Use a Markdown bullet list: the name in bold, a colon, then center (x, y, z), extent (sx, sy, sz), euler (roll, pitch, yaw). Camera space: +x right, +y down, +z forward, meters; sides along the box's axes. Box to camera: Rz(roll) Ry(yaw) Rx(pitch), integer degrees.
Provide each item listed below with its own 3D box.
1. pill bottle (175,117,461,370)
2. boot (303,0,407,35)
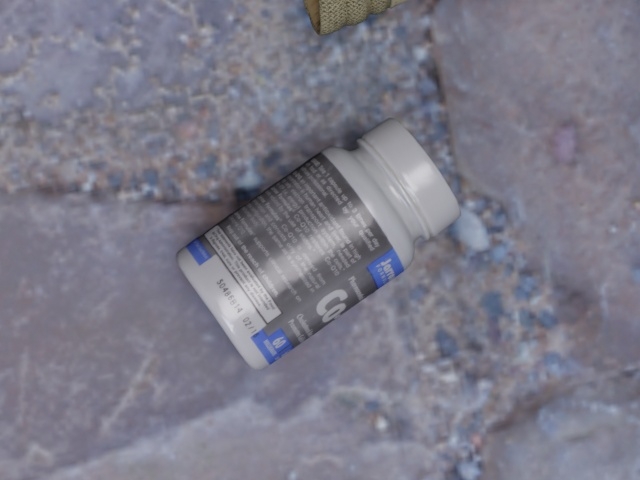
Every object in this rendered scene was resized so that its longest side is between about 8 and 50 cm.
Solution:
- **pill bottle**: center (0.000, 0.000, 0.939), extent (0.137, 0.078, 0.078), euler (-35, 97, -3)
- **boot**: center (0.051, -0.251, 0.924), extent (0.203, 0.095, 0.262), euler (-16, 100, -5)
